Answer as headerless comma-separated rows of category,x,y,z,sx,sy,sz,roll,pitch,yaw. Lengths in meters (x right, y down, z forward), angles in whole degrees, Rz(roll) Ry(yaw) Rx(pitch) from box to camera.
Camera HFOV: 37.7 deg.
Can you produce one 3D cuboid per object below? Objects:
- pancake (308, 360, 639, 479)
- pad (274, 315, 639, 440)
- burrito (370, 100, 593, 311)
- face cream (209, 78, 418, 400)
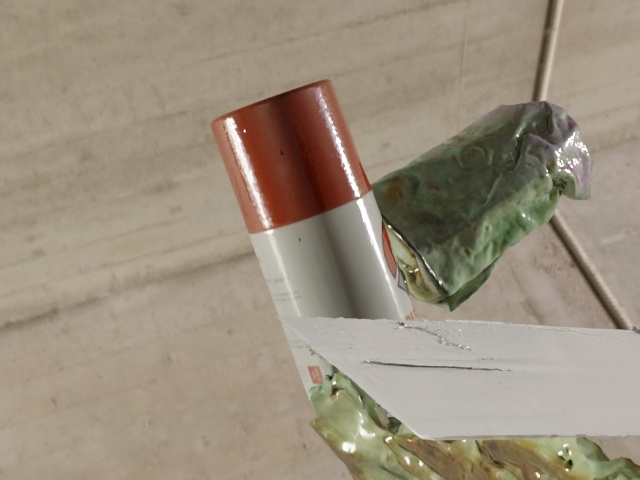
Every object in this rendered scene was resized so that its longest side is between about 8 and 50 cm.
pancake,0.158,0.171,0.410,0.067,0.304,0.427,-40,-161,-23
pad,0.108,0.058,0.420,0.232,0.004,0.156,4,-170,-24
burrito,0.153,-0.048,0.881,0.229,0.089,0.144,-37,-97,-15
face cream,0.000,0.000,0.675,0.096,0.096,0.214,-21,-83,-13
